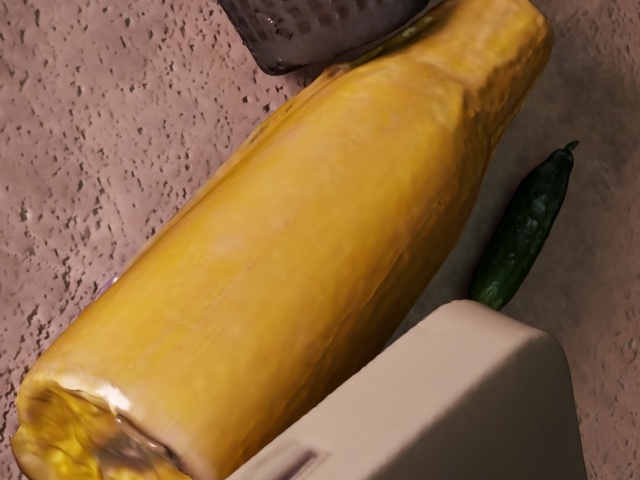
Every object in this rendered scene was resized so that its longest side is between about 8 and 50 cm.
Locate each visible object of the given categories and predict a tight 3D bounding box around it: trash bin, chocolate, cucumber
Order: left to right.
[{"bbox_3d":[-0.010,-0.197,1.133,0.175,0.175,0.161,-35,107,-32],"label":"trash bin"},{"bbox_3d":[0.000,0.000,1.107,0.162,0.162,0.445,49,56,-13],"label":"chocolate"},{"bbox_3d":[0.141,-0.008,1.248,0.037,0.037,0.155,40,64,-17],"label":"cucumber"}]

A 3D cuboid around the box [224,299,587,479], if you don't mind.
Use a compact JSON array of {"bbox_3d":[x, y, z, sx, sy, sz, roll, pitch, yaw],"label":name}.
[{"bbox_3d":[0.017,0.265,0.997,0.373,0.090,0.367,-36,128,-31],"label":"box"}]
